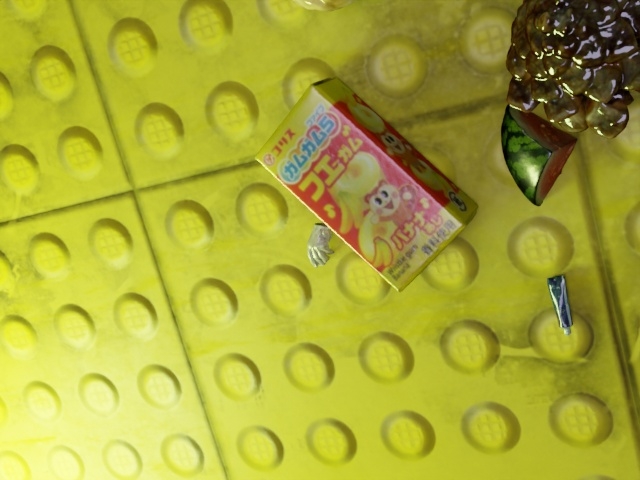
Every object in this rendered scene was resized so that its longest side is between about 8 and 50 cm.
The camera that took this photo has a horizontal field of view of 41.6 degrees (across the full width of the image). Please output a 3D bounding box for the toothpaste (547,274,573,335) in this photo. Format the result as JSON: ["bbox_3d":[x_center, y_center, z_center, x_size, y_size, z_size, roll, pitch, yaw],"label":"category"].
[{"bbox_3d":[0.324,0.087,1.133,0.027,0.019,0.083,-8,100,41],"label":"toothpaste"}]

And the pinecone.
[{"bbox_3d":[0.315,-0.231,0.934,0.202,0.201,0.229,32,112,14],"label":"pinecone"}]

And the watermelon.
[{"bbox_3d":[0.281,-0.106,1.070,0.094,0.125,0.135,-24,130,-4],"label":"watermelon"}]

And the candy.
[{"bbox_3d":[0.062,-0.078,1.142,0.276,0.088,0.146,45,118,4],"label":"candy"}]

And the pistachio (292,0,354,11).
[{"bbox_3d":[-0.013,-0.383,1.063,0.145,0.117,0.200,-27,88,-12],"label":"pistachio"}]

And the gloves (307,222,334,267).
[{"bbox_3d":[-0.002,0.001,1.223,0.044,0.037,0.081,24,126,51],"label":"gloves"}]
